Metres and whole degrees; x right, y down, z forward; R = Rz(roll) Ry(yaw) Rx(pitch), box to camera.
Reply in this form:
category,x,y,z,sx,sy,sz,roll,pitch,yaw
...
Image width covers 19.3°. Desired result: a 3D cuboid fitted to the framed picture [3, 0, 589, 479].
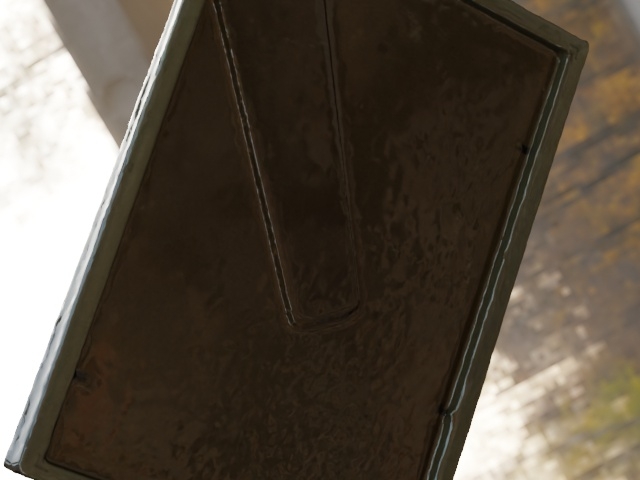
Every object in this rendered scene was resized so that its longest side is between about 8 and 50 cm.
category,x,y,z,sx,sy,sz,roll,pitch,yaw
framed picture,0.000,0.000,0.948,0.240,0.324,0.020,23,169,-28
